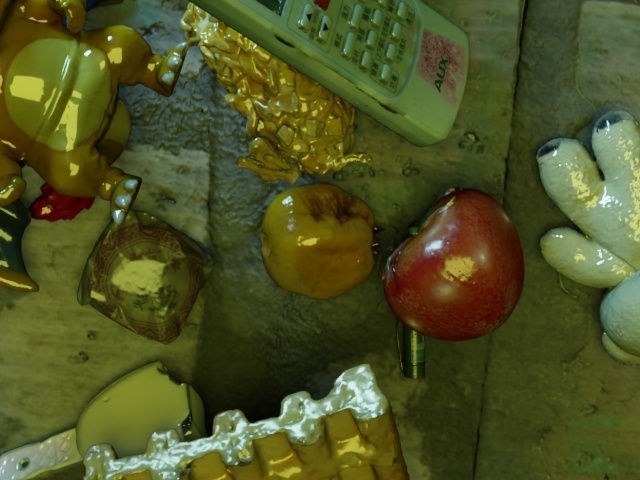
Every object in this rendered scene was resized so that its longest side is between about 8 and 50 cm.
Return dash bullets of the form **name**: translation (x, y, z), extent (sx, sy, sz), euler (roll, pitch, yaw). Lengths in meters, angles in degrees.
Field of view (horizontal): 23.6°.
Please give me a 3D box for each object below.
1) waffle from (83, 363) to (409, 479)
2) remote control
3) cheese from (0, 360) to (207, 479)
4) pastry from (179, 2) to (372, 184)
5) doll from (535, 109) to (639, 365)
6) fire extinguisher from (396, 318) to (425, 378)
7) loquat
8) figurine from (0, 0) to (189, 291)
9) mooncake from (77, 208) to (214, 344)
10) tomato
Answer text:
- **waffle**: translation (-0.066, 0.295, 1.669), extent (0.348, 0.077, 0.304), euler (-15, 136, -1)
- **remote control**: translation (0.013, -0.229, 1.563), extent (0.344, 0.050, 0.145), euler (29, 62, -29)
- **cheese**: translation (-0.248, 0.215, 1.702), extent (0.255, 0.127, 0.050), euler (-19, 143, 13)
- **pastry**: translation (-0.047, -0.165, 1.605), extent (0.102, 0.154, 0.250), euler (-26, 101, 29)
- **doll**: translation (0.353, -0.007, 1.690), extent (0.149, 0.175, 0.278), euler (-28, 94, -36)
- **fire extinguisher**: translation (0.103, 0.113, 1.733), extent (0.038, 0.025, 0.083), euler (4, 102, 19)
- **loquat**: translation (0.000, 0.000, 1.661), extent (0.137, 0.113, 0.137), euler (-1, 94, -14)
- **figurine**: translation (-0.353, -0.150, 1.533), extent (0.387, 0.268, 0.401), euler (21, 104, -10)
- **mooncake**: translation (-0.191, 0.038, 1.676), extent (0.130, 0.073, 0.125), euler (26, 97, -10)
- **tomato**: translation (0.148, 0.035, 1.654), extent (0.167, 0.167, 0.167), euler (-1, 101, -3)
